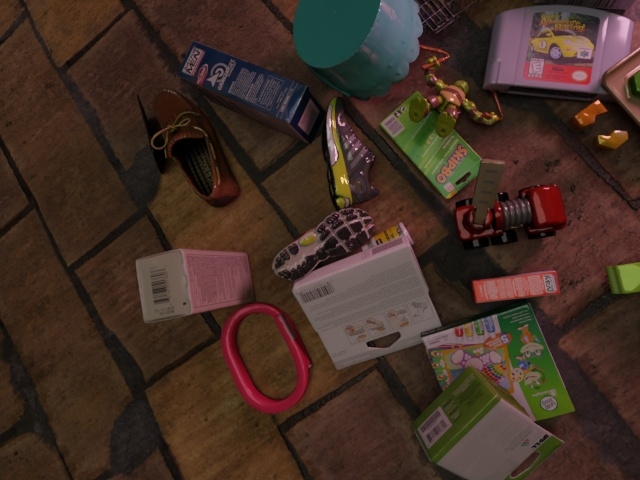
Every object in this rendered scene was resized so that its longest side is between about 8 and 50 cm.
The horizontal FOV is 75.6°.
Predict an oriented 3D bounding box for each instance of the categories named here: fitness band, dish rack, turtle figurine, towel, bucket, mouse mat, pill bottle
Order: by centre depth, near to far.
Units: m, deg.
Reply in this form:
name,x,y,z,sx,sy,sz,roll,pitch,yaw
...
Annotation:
name,x,y,z,sx,sy,sz,roll,pitch,yaw
turtle figurine,0.288,-0.332,0.961,0.269,0.087,0.217,44,54,2
bucket,0.081,-0.493,0.968,0.281,0.183,0.280,-3,86,37
dish rack,0.322,-0.632,1.004,0.272,0.074,0.208,-34,77,8
pill bottle,0.163,0.009,1.013,0.116,0.065,0.065,-30,79,12
towel,0.277,-0.580,1.051,0.083,0.009,0.060,-12,84,15
fitness band,-0.145,0.305,1.089,0.209,0.054,0.290,-30,78,14
mouse mat,-0.490,-0.300,1.182,0.007,0.152,0.189,-14,80,-15

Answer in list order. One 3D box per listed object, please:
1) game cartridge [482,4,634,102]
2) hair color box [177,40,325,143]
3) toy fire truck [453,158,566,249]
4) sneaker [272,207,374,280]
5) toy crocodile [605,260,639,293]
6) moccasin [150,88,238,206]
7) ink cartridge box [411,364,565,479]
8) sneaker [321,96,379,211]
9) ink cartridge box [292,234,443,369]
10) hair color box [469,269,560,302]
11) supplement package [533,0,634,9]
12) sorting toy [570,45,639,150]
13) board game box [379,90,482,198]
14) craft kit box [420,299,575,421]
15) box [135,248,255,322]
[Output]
name,x,y,z,sx,sy,sz,roll,pitch,yaw
game cartridge,0.533,-0.424,0.930,0.295,0.060,0.195,9,85,9
hair color box,-0.176,-0.384,1.079,0.347,0.174,0.105,27,93,16
toy fire truck,0.393,-0.076,0.859,0.217,0.246,0.158,-10,84,15
sneaker,0.000,0.000,1.041,0.279,0.118,0.107,-27,99,-8
toy crocodile,0.770,0.046,0.829,0.341,0.105,0.115,-17,82,19
moccasin,-0.366,-0.262,1.138,0.139,0.147,0.379,-27,79,12
ink cartridge box,0.353,0.409,0.871,0.255,0.097,0.188,36,100,-24
sneaker,0.072,-0.223,1.047,0.122,0.111,0.299,-6,81,-8
ink cartridge box,0.119,0.159,1.008,0.297,0.066,0.261,-22,110,13
hair color box,0.425,0.102,0.918,0.167,0.093,0.053,-8,84,14
supplement package,0.604,-0.637,0.889,0.203,0.149,0.194,15,90,16
sorting toy,0.703,-0.291,0.856,0.307,0.041,0.229,-36,86,2
board game box,0.274,-0.232,1.014,0.124,0.039,0.259,-40,74,9
craft kit box,0.388,0.291,0.928,0.250,0.061,0.246,-23,88,13
box,-0.286,0.104,1.005,0.121,0.311,0.147,-13,82,14
